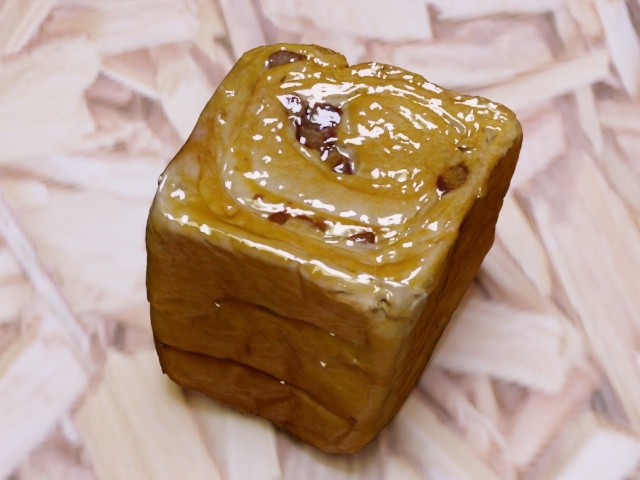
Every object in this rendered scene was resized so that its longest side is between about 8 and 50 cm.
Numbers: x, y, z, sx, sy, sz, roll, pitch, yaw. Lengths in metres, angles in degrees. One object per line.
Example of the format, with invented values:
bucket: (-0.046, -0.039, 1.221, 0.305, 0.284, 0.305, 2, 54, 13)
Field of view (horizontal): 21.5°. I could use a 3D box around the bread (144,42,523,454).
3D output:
bread: (0.000, 0.000, 0.828, 0.149, 0.143, 0.158, 25, 58, 14)
